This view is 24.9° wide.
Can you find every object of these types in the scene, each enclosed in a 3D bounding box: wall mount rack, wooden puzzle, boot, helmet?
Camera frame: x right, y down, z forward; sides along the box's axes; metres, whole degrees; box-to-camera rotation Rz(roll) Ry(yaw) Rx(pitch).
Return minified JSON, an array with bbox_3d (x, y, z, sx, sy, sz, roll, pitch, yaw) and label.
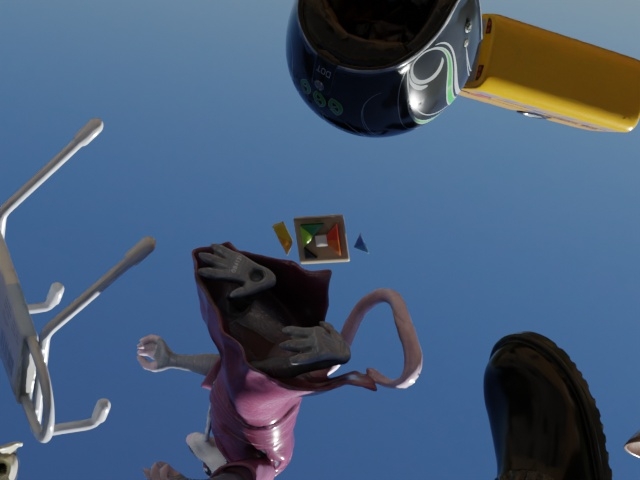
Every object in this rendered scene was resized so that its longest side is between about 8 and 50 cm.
[{"bbox_3d":[-0.302,0.046,1.661,0.130,0.304,0.350,-7,-134,-26],"label":"wall mount rack"},{"bbox_3d":[0.000,0.000,1.902,0.116,0.078,0.014,-10,-154,14],"label":"wooden puzzle"},{"bbox_3d":[0.229,0.284,1.700,0.260,0.348,0.131,-6,163,-47],"label":"boot"},{"bbox_3d":[0.052,-0.167,1.191,0.169,0.169,0.161,12,166,11],"label":"helmet"}]

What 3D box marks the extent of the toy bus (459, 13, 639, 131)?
[{"bbox_3d":[0.274,-0.233,1.966,0.332,0.108,0.130,12,-179,-28],"label":"toy bus"}]

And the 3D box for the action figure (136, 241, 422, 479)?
[{"bbox_3d":[-0.064,0.160,1.605,0.275,0.370,0.248,-2,-131,-10],"label":"action figure"}]

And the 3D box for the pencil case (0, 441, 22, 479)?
[{"bbox_3d":[-0.388,0.426,1.586,0.160,0.410,0.183,-1,169,-45],"label":"pencil case"}]

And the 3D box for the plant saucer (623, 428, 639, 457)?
[{"bbox_3d":[0.450,0.236,1.662,0.198,0.036,0.198,9,165,2],"label":"plant saucer"}]
